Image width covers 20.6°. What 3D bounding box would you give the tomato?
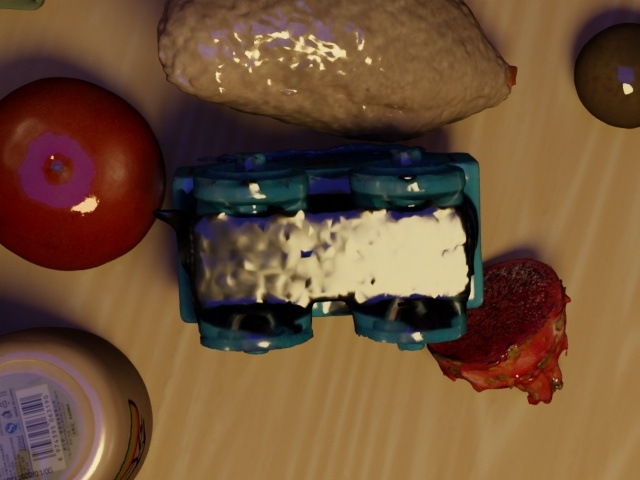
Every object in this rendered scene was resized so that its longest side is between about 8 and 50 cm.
[{"bbox_3d":[-0.247,-0.065,1.703,0.195,0.136,0.195,0,85,-1],"label":"tomato"}]

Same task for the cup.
[{"bbox_3d":[-0.271,0.204,1.650,0.192,0.200,0.252,15,86,1],"label":"cup"}]

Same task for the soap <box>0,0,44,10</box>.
[{"bbox_3d":[-0.330,-0.375,1.693,0.095,0.173,0.289,-4,86,0],"label":"soap"}]

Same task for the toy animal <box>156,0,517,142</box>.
[{"bbox_3d":[0.020,-0.205,1.675,0.358,0.188,0.226,13,41,-21],"label":"toy animal"}]

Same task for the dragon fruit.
[{"bbox_3d":[0.184,0.103,1.715,0.153,0.153,0.111,-31,119,-2],"label":"dragon fruit"}]

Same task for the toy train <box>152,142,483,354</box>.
[{"bbox_3d":[0.000,0.000,1.633,0.300,0.265,0.188,-3,99,-1],"label":"toy train"}]

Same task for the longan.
[{"bbox_3d":[0.305,-0.163,1.735,0.113,0.092,0.113,5,67,-13],"label":"longan"}]
